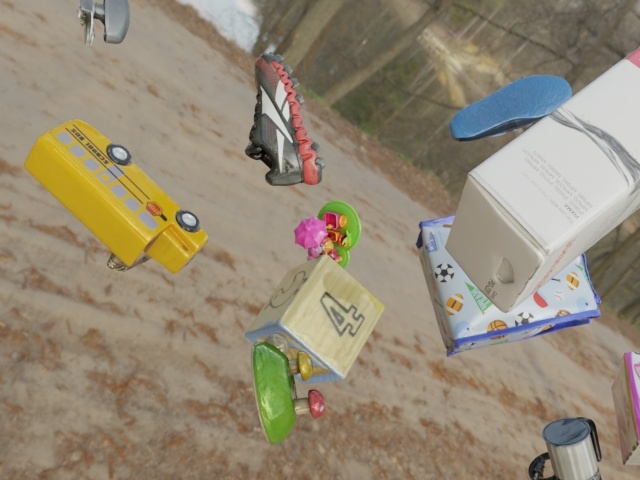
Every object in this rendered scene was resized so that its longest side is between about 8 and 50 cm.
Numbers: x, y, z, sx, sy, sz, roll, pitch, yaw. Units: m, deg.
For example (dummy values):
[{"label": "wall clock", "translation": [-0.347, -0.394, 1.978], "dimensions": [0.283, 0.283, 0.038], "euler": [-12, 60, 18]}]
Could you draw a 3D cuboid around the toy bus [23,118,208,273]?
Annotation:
[{"label": "toy bus", "translation": [-0.372, -0.070, 1.289], "dimensions": [0.332, 0.108, 0.130], "euler": [45, 35, -3]}]

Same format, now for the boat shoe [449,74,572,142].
[{"label": "boat shoe", "translation": [0.386, -0.276, 1.447], "dimensions": [0.089, 0.258, 0.109], "euler": [66, 10, -81]}]

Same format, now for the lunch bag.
[{"label": "lunch bag", "translation": [0.462, 0.086, 1.723], "dimensions": [0.239, 0.385, 0.328], "euler": [78, -2, -74]}]

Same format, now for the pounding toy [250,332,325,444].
[{"label": "pounding toy", "translation": [-0.051, 0.262, 1.268], "dimensions": [0.237, 0.110, 0.183], "euler": [-52, 131, -87]}]

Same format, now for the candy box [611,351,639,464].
[{"label": "candy box", "translation": [0.587, 0.312, 1.269], "dimensions": [0.233, 0.071, 0.159], "euler": [61, 28, -59]}]

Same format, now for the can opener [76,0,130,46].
[{"label": "can opener", "translation": [-0.391, -0.471, 1.233], "dimensions": [0.095, 0.076, 0.284], "euler": [2, 71, -23]}]

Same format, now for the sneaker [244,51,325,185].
[{"label": "sneaker", "translation": [-0.091, -0.225, 1.321], "dimensions": [0.097, 0.135, 0.276], "euler": [121, -49, -79]}]

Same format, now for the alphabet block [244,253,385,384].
[{"label": "alphabet block", "translation": [-0.012, 0.178, 1.528], "dimensions": [0.193, 0.192, 0.197], "euler": [43, 59, -15]}]

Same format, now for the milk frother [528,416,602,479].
[{"label": "milk frother", "translation": [0.432, 0.391, 1.262], "dimensions": [0.129, 0.143, 0.135], "euler": [-40, 115, -57]}]

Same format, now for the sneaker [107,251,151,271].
[{"label": "sneaker", "translation": [-0.412, 0.030, 1.481], "dimensions": [0.066, 0.071, 0.188], "euler": [47, -6, 2]}]

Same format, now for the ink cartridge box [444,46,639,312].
[{"label": "ink cartridge box", "translation": [0.222, -0.051, 0.597], "dimensions": [0.092, 0.217, 0.159], "euler": [48, -13, 19]}]

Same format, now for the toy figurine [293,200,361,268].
[{"label": "toy figurine", "translation": [0.000, 0.000, 1.641], "dimensions": [0.130, 0.173, 0.159], "euler": [11, 16, 33]}]
